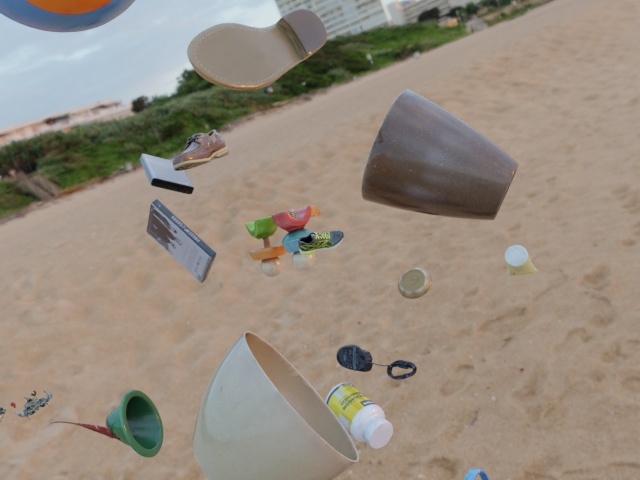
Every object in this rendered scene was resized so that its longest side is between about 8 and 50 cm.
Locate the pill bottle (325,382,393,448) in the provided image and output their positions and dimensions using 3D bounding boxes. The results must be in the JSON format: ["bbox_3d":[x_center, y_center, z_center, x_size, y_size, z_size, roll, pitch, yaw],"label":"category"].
[{"bbox_3d":[0.100,0.452,1.576,0.103,0.103,0.184,-28,32,-24],"label":"pill bottle"}]

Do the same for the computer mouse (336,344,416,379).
[{"bbox_3d":[0.148,0.322,1.631,0.242,0.071,0.041,7,8,34],"label":"computer mouse"}]

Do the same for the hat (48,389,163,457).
[{"bbox_3d":[-0.548,0.501,1.619,0.183,0.208,0.173,-24,8,12],"label":"hat"}]

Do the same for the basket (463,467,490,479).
[{"bbox_3d":[0.374,0.711,1.431,0.201,0.289,0.255,-6,40,53],"label":"basket"}]

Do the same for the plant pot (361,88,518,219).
[{"bbox_3d":[0.223,-0.128,1.097,0.230,0.215,0.215,25,31,15],"label":"plant pot"}]

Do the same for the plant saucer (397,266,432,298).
[{"bbox_3d":[0.216,0.095,1.421,0.083,0.015,0.083,-16,51,20],"label":"plant saucer"}]

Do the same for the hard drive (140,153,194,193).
[{"bbox_3d":[-0.344,-0.148,1.366,0.094,0.022,0.135,12,24,-33],"label":"hard drive"}]

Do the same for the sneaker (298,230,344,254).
[{"bbox_3d":[0.000,0.000,1.061,0.083,0.035,0.031,-21,49,3],"label":"sneaker"}]

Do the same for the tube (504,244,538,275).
[{"bbox_3d":[0.577,0.072,1.771,0.062,0.070,0.240,-55,-25,0],"label":"tube"}]

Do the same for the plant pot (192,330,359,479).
[{"bbox_3d":[-0.099,0.321,1.025,0.191,0.284,0.284,-43,14,-2],"label":"plant pot"}]

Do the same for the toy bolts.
[{"bbox_3d":[-0.064,0.001,1.602,0.218,0.158,0.228,-15,2,-25],"label":"toy bolts"}]

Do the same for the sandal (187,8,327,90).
[{"bbox_3d":[-0.088,-0.232,0.791,0.079,0.088,0.240,-26,9,47],"label":"sandal"}]

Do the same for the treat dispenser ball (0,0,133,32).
[{"bbox_3d":[-0.382,-0.446,0.867,0.288,0.288,0.288,-21,12,5],"label":"treat dispenser ball"}]

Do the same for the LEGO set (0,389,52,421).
[{"bbox_3d":[-0.403,0.231,0.840,0.083,0.023,0.054,-16,20,16],"label":"LEGO set"}]

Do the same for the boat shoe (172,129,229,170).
[{"bbox_3d":[-0.241,-0.178,1.197,0.064,0.060,0.178,-14,13,22],"label":"boat shoe"}]

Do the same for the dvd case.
[{"bbox_3d":[-0.416,0.006,1.813,0.029,0.239,0.179,-46,-5,-34],"label":"dvd case"}]
